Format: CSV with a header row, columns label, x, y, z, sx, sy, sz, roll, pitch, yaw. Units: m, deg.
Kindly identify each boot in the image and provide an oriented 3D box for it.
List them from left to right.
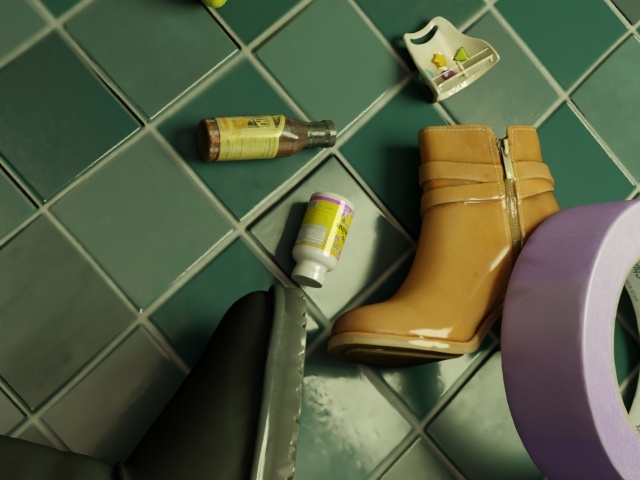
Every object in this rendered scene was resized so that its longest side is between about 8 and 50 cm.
label,x,y,z,sx,sy,sz,roll,pitch,yaw
boot,-0.242,0.161,0.880,0.445,0.146,0.367,7,49,-1
boot,0.118,-0.001,1.079,0.283,0.109,0.220,-5,82,-25

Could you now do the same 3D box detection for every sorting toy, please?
label,x,y,z,sx,sy,sz,roll,pitch,yaw
sorting toy,0.120,-0.184,1.164,0.083,0.045,0.075,-31,83,-24

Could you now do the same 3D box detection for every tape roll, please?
label,x,y,z,sx,sy,sz,roll,pitch,yaw
tape roll,0.285,0.100,1.079,0.274,0.090,0.275,4,84,-43

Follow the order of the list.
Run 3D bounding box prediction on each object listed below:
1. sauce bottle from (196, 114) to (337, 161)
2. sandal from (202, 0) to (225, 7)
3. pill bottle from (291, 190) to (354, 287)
label,x,y,z,sx,sy,sz,roll,pitch,yaw
sauce bottle,-0.048,-0.096,1.077,0.128,0.042,0.042,-6,80,-24
sandal,-0.081,-0.380,1.089,0.138,0.126,0.317,28,68,-9
pill bottle,0.000,0.000,1.071,0.043,0.043,0.083,24,71,-15
